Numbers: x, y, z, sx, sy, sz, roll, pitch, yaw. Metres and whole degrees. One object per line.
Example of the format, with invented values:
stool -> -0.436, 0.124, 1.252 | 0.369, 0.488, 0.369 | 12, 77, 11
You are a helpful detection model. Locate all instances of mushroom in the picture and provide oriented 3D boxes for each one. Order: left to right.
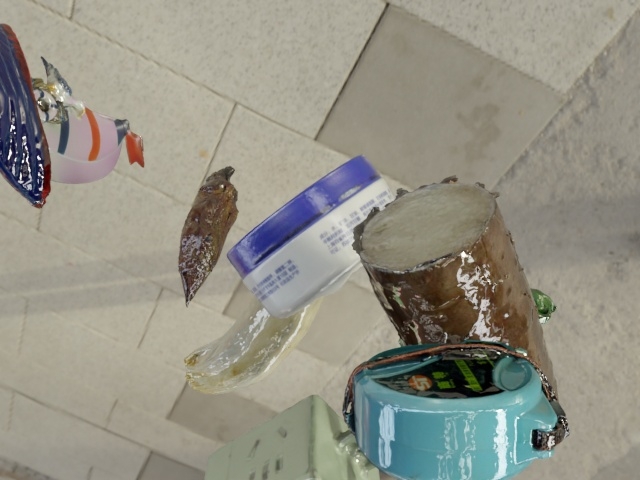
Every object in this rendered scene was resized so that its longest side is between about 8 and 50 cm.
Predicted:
mushroom -> -0.078, 0.118, 1.205 | 0.123, 0.095, 0.351 | 42, 107, 1

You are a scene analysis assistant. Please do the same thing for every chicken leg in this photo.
chicken leg -> -0.170, -0.018, 1.187 | 0.063, 0.234, 0.105 | 3, 139, 14

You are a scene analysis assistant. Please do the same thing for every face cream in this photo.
face cream -> 0.000, 0.000, 0.924 | 0.206, 0.206, 0.111 | -35, 91, 42

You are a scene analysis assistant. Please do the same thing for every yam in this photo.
yam -> 0.130, 0.074, 0.676 | 0.131, 0.131, 0.280 | -7, 133, 27

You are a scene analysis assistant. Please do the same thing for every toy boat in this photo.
toy boat -> -0.333, -0.128, 0.994 | 0.072, 0.219, 0.318 | -15, 150, 19

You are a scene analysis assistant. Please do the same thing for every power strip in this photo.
power strip -> -0.008, 0.275, 0.872 | 0.224, 0.140, 0.139 | -33, 113, 17

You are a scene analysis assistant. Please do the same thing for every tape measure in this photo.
tape measure -> 0.088, 0.111, 0.523 | 0.146, 0.125, 0.081 | -3, 101, -1

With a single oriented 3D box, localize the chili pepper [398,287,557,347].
chili pepper -> 0.194, 0.098, 0.915 | 0.216, 0.108, 0.062 | -12, 131, -27
